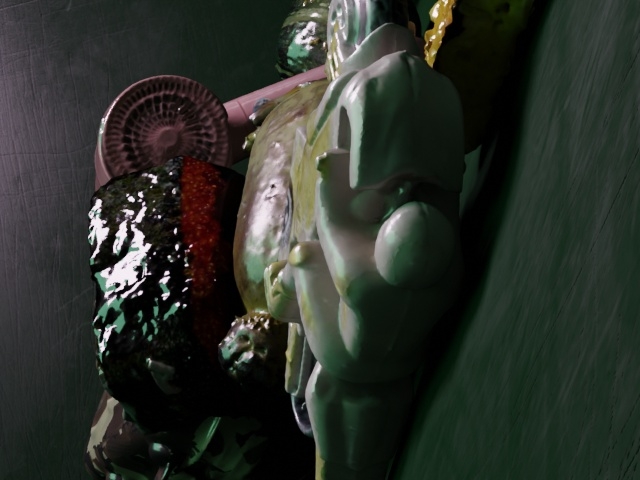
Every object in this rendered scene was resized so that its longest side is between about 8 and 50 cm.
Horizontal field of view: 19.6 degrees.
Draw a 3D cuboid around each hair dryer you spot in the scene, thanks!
[{"bbox_3d":[-0.047,-0.111,1.780,0.210,0.352,0.125,126,122,-77],"label":"hair dryer"}]

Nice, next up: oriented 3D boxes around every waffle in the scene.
[{"bbox_3d":[0.114,-0.180,1.278,0.211,0.055,0.160,-79,5,-49],"label":"waffle"}]

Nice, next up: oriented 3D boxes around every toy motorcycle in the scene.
[{"bbox_3d":[0.032,0.001,1.196,0.223,0.108,0.341,-123,38,-61],"label":"toy motorcycle"}]

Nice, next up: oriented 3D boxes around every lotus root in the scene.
[{"bbox_3d":[0.000,0.000,1.486,0.173,0.173,0.309,111,174,-53],"label":"lotus root"}]

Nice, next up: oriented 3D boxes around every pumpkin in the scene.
[{"bbox_3d":[0.033,-0.195,1.930,0.190,0.146,0.190,-7,-90,-76],"label":"pumpkin"}]

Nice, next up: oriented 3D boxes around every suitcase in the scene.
[{"bbox_3d":[-0.089,0.147,1.736,0.351,0.194,0.339,-41,27,63],"label":"suitcase"}]

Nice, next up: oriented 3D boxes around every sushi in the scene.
[{"bbox_3d":[-0.121,0.043,1.520,0.136,0.126,0.225,58,-153,-55],"label":"sushi"}]
